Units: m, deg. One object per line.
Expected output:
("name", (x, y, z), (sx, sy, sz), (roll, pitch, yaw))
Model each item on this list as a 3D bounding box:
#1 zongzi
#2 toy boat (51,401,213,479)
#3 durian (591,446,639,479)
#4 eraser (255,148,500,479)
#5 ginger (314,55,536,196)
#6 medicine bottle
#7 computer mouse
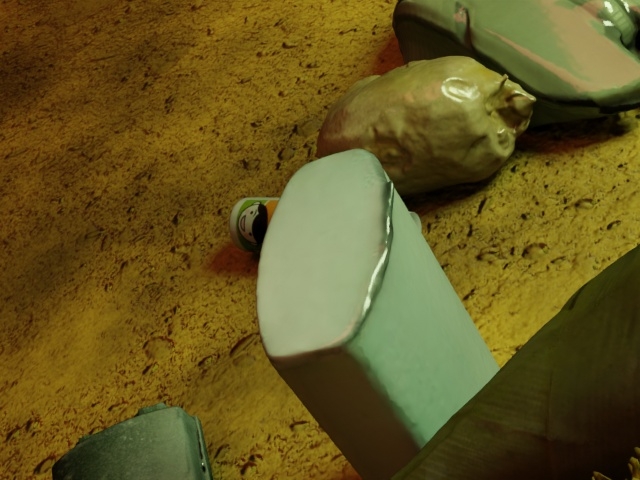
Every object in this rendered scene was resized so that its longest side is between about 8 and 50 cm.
("zongzi", (0.248, 0.022, 0.638), (0.418, 0.447, 0.181), (-18, 64, -20))
("toy boat", (-0.142, 0.279, 0.989), (0.141, 0.092, 0.319), (-26, 44, 6))
("durian", (0.205, 0.261, 0.563), (0.348, 0.347, 0.384), (7, 59, 40))
("eraser", (0.063, 0.096, 0.878), (0.104, 0.290, 0.189), (-18, 39, 20))
("ginger", (0.095, -0.118, 1.237), (0.267, 0.138, 0.152), (2, 42, 43))
("medicine bottle", (0.000, 0.000, 1.238), (0.221, 0.061, 0.092), (2, 72, 37))
("computer mouse", (0.221, -0.258, 1.303), (0.228, 0.145, 0.429), (-39, 37, -14))
